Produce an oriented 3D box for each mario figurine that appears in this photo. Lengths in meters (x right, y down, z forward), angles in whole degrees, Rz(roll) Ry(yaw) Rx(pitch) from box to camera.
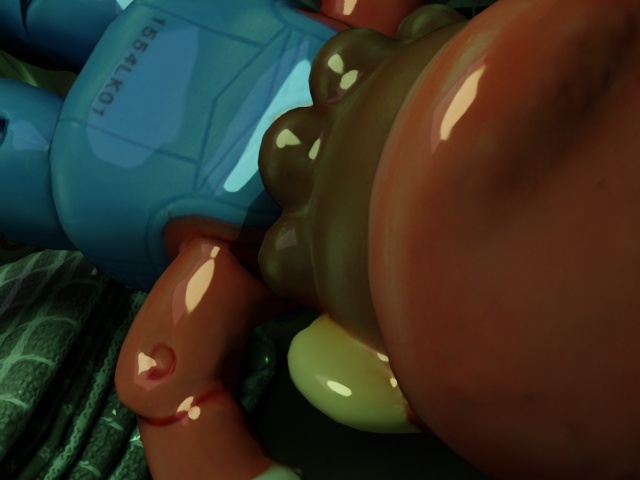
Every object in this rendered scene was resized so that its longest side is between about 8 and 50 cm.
[{"bbox_3d":[0.000,0.000,0.451,0.320,0.170,0.198,22,109,38],"label":"mario figurine"}]

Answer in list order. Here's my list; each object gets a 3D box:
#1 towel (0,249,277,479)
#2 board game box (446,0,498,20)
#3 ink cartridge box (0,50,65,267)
[{"bbox_3d":[-0.160,0.124,0.563,0.235,0.121,0.284,-19,35,42],"label":"towel"},{"bbox_3d":[0.020,-0.144,0.539,0.053,0.193,0.305,-56,13,-13],"label":"board game box"},{"bbox_3d":[-0.318,-0.011,0.731,0.384,0.279,0.160,-32,63,1],"label":"ink cartridge box"}]
